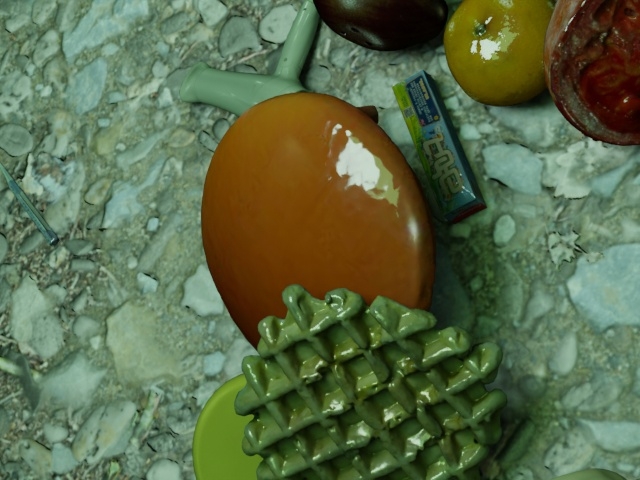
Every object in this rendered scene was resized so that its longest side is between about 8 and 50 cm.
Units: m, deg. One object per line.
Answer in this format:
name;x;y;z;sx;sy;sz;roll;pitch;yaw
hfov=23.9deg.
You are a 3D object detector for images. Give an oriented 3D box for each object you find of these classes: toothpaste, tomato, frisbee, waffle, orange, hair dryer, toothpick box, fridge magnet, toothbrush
toothpaste;0.138;-0.114;1.891;0.070;0.044;0.193;-28;65;18
tomato;0.349;-0.236;1.737;0.233;0.200;0.139;-63;24;20
frisbee;-0.056;0.274;1.857;0.236;0.017;0.236;3;98;25
waffle;0.054;0.196;1.735;0.309;0.056;0.291;15;115;1
orange;0.222;-0.241;1.833;0.156;0.124;0.156;-8;78;40
hair dryer;-0.064;-0.267;2.039;0.206;0.075;0.237;21;79;37
toothpick box;0.100;-0.386;1.909;0.192;0.192;0.294;16;79;30
fridge magnet;0.000;0.000;1.820;0.364;0.155;0.363;13;109;41
toothbrush;-0.441;-0.067;2.195;0.019;0.016;0.219;-48;61;10

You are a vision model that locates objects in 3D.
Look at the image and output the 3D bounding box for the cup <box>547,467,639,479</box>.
cup;0.317;0.343;1.600;0.255;0.173;0.202;-27;67;19
